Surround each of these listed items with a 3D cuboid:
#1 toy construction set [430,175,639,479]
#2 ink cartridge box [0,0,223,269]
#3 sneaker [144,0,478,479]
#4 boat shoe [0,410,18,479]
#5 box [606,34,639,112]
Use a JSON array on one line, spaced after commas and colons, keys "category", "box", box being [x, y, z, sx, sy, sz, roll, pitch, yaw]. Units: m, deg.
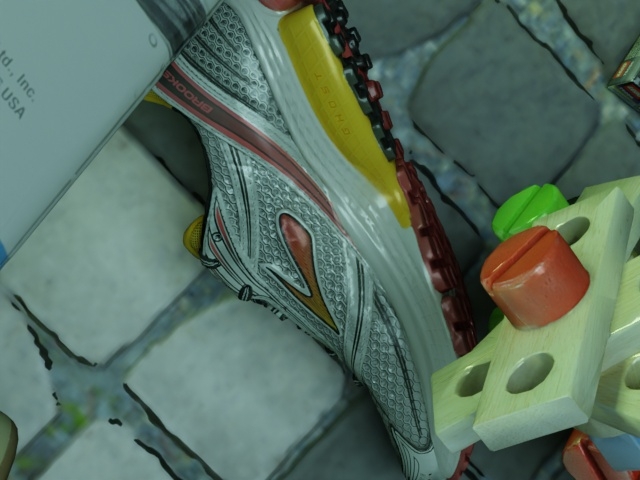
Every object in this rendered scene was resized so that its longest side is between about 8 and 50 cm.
[{"category": "toy construction set", "box": [0.131, 0.099, 0.589, 0.215, 0.151, 0.327, -54, 131, -33]}, {"category": "ink cartridge box", "box": [-0.154, -0.112, 0.462, 0.223, 0.129, 0.307, 51, 44, -19]}, {"category": "sneaker", "box": [0.000, 0.000, 0.627, 0.093, 0.088, 0.225, -24, 101, 11]}, {"category": "boat shoe", "box": [-0.252, 0.159, 0.520, 0.342, 0.123, 0.123, -44, 102, -7]}, {"category": "box", "box": [0.204, -0.097, 0.709, 0.094, 0.027, 0.137, 36, 80, -12]}]
